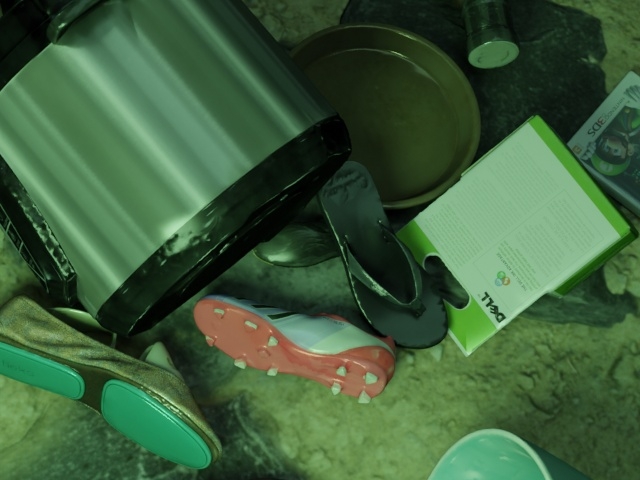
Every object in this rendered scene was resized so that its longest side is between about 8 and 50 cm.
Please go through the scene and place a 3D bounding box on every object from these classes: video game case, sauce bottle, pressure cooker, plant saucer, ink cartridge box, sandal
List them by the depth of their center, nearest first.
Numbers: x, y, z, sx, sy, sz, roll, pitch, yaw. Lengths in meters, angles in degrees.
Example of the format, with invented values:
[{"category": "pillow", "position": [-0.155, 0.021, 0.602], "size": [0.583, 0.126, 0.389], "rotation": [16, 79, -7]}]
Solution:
[{"category": "pressure cooker", "position": [-0.219, -0.148, 1.820], "size": [0.420, 0.370, 0.375], "rotation": [50, 34, 2]}, {"category": "sandal", "position": [0.070, 0.023, 1.950], "size": [0.097, 0.054, 0.254], "rotation": [-31, 92, -12]}, {"category": "ink cartridge box", "position": [0.236, -0.003, 2.014], "size": [0.255, 0.097, 0.189], "rotation": [-40, 74, 11]}, {"category": "plant saucer", "position": [0.069, -0.157, 2.079], "size": [0.278, 0.041, 0.278], "rotation": [4, 64, -8]}, {"category": "video game case", "position": [0.439, -0.114, 2.136], "size": [0.190, 0.022, 0.173], "rotation": [39, 64, 9]}, {"category": "sauce bottle", "position": [0.209, -0.396, 2.183], "size": [0.111, 0.111, 0.344], "rotation": [-3, 66, -12]}]

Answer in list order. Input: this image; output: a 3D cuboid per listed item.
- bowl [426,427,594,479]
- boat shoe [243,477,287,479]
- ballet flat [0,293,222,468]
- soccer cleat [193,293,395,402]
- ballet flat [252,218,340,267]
[{"category": "bowl", "position": [0.235, 0.368, 1.737], "size": [0.163, 0.311, 0.311], "rotation": [12, 61, -26]}, {"category": "boat shoe", "position": [-0.156, 0.332, 1.768], "size": [0.335, 0.095, 0.112], "rotation": [-13, 67, -16]}, {"category": "ballet flat", "position": [-0.238, 0.147, 1.844], "size": [0.316, 0.107, 0.106], "rotation": [27, 49, 3]}, {"category": "soccer cleat", "position": [-0.029, 0.115, 1.917], "size": [0.248, 0.083, 0.095], "rotation": [20, 39, 3]}, {"category": "ballet flat", "position": [0.000, 0.000, 1.997], "size": [0.173, 0.049, 0.057], "rotation": [-9, 94, -9]}]
